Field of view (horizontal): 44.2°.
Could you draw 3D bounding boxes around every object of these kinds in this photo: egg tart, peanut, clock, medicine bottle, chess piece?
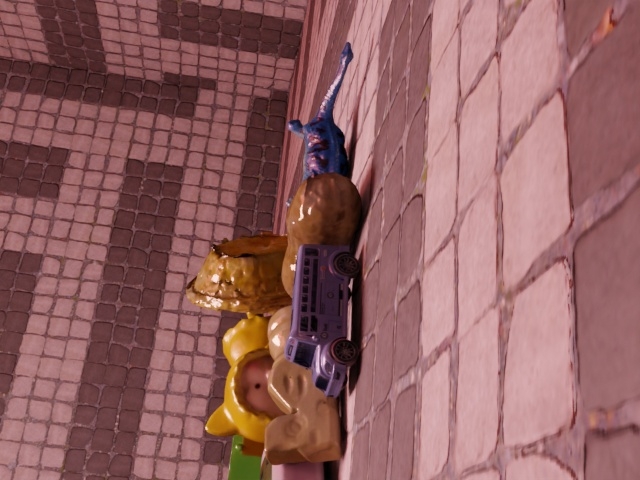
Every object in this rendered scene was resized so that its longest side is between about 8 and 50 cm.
[{"bbox_3d":[-0.087,0.042,1.125,0.212,0.213,0.090,-108,15,-77],"label":"egg tart"},{"bbox_3d":[0.000,0.000,0.969,0.099,0.100,0.214,-89,3,-51],"label":"peanut"},{"bbox_3d":[-0.098,0.315,1.375,0.255,0.106,0.219,118,159,-74],"label":"clock"},{"bbox_3d":[-0.031,0.288,0.897,0.219,0.078,0.115,-96,12,-67],"label":"medicine bottle"},{"bbox_3d":[-0.019,0.169,0.909,0.200,0.090,0.090,-93,12,-52],"label":"chess piece"}]

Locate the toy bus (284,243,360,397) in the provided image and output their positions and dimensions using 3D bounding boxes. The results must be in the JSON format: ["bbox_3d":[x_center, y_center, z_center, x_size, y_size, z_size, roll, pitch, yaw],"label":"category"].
[{"bbox_3d":[0.001,0.087,0.874,0.073,0.076,0.167,104,171,-52],"label":"toy bus"}]

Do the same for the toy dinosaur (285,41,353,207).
[{"bbox_3d":[0.003,-0.108,1.123,0.144,0.077,0.328,-166,83,-69],"label":"toy dinosaur"}]

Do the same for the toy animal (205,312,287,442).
[{"bbox_3d":[-0.076,0.191,1.138,0.229,0.156,0.156,-87,7,-48],"label":"toy animal"}]
